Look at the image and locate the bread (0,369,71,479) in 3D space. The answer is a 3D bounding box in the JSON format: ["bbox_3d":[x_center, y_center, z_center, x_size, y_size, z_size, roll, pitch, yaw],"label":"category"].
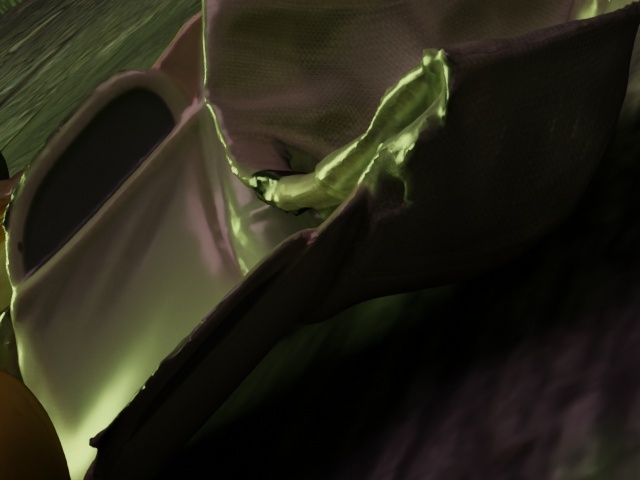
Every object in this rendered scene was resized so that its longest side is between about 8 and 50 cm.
[{"bbox_3d":[-0.125,0.114,0.458,0.134,0.085,0.173,-35,17,18],"label":"bread"}]

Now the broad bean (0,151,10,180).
[{"bbox_3d":[-0.230,-0.009,0.972,0.124,0.082,0.174,-40,-2,-12],"label":"broad bean"}]

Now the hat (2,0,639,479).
[{"bbox_3d":[0.000,0.000,0.563,0.226,0.164,0.219,-71,24,17],"label":"hat"}]

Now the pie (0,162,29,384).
[{"bbox_3d":[-0.126,0.010,0.784,0.339,0.077,0.339,-39,13,11],"label":"pie"}]
